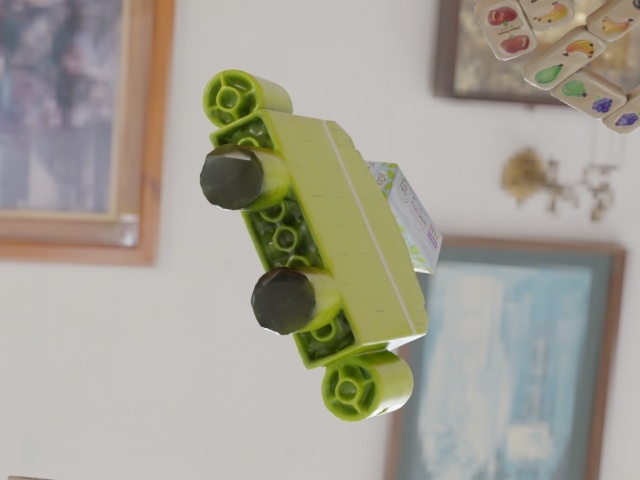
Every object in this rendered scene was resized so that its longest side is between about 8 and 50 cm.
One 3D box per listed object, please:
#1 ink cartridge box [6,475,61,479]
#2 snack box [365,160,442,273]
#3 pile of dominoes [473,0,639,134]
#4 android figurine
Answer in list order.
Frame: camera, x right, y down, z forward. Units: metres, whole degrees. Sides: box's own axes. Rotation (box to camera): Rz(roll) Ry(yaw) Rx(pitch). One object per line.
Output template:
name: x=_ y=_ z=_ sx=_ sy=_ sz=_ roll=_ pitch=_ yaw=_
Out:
ink cartridge box: x=-0.235 y=0.261 z=1.493 sx=0.052 sy=0.122 sz=0.088 roll=11 pitch=-153 yaw=-18
snack box: x=0.031 y=-0.021 z=1.505 sx=0.100 sy=0.037 sz=0.141 roll=5 pitch=158 yaw=22
pile of dominoes: x=0.231 y=-0.154 z=1.196 sx=0.196 sy=0.040 sz=0.251 roll=22 pitch=135 yaw=-39
android figurine: x=0.000 y=0.000 z=1.268 sx=0.056 sy=0.248 sz=0.273 roll=-25 pitch=174 yaw=15
